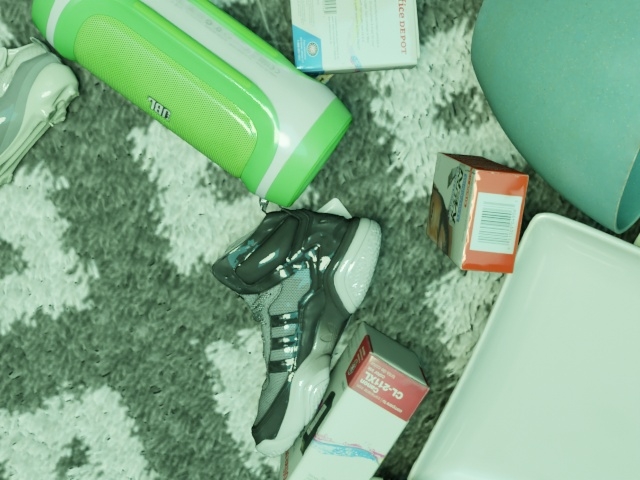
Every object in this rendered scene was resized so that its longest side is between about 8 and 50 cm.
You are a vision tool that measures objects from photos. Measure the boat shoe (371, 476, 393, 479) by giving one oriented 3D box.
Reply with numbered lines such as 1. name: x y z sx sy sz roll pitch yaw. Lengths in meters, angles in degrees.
1. boat shoe: 0.080 0.337 0.962 0.068 0.081 0.228 4 129 9

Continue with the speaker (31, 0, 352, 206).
1. speaker: -0.119 -0.160 0.866 0.296 0.131 0.131 36 97 0

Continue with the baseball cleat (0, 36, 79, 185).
1. baseball cleat: -0.335 -0.114 0.918 0.206 0.072 0.109 -44 85 1

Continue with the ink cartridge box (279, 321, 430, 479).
1. ink cartridge box: 0.030 0.187 0.945 0.072 0.127 0.175 31 97 -6

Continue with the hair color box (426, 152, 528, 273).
1. hair color box: 0.147 -0.031 0.891 0.053 0.167 0.093 6 100 -4

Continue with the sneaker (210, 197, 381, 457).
1. sneaker: -0.050 0.080 0.941 0.153 0.101 0.269 23 99 -1

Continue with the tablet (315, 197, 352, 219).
1. tablet: 0.000 0.000 0.973 0.083 0.006 0.054 -37 100 5

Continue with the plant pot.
1. plant pot: 0.255 -0.178 0.840 0.195 0.290 0.290 30 99 23

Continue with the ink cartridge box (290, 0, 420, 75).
1. ink cartridge box: 0.033 -0.212 0.910 0.122 0.052 0.089 -4 93 0

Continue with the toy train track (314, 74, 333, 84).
1. toy train track: -0.013 -0.151 0.944 0.083 0.014 0.048 -44 92 -1

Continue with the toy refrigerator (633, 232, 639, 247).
1. toy refrigerator: 0.417 -0.087 0.916 0.094 0.102 0.270 31 98 22

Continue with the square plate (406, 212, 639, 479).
1. square plate: 0.302 0.170 0.910 0.347 0.049 0.344 20 114 -2
